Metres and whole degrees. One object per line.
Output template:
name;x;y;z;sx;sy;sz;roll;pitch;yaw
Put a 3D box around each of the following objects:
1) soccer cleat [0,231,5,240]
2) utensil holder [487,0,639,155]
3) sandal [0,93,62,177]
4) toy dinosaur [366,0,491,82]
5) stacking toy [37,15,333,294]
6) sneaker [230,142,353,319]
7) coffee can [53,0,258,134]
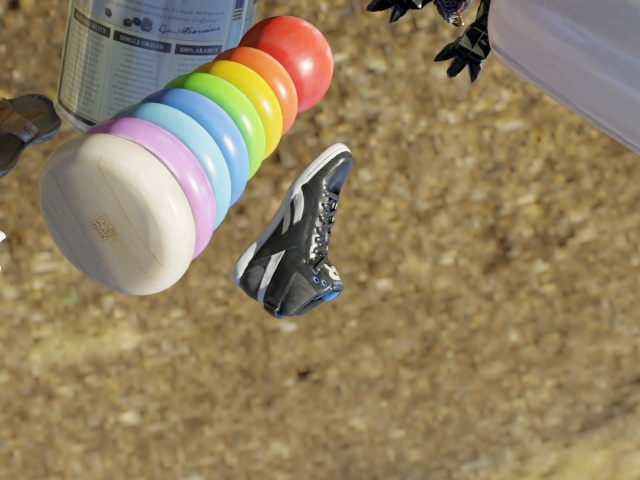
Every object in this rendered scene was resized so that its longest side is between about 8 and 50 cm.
soccer cleat;-0.245;0.028;1.236;0.029;0.083;0.035;9;175;32
utensil holder;0.388;-0.193;1.530;0.327;0.385;0.327;-44;157;-25
sandal;-0.379;-0.143;2.152;0.060;0.090;0.219;-46;176;30
toy dinosaur;0.163;-0.330;2.005;0.164;0.218;0.322;27;152;-1
stacking toy;-0.088;-0.091;1.464;0.141;0.141;0.330;-38;-175;44
sneaker;0.000;0.000;2.082;0.217;0.121;0.079;-54;160;11
coffee can;-0.165;-0.255;1.830;0.201;0.201;0.275;-1;117;-27
